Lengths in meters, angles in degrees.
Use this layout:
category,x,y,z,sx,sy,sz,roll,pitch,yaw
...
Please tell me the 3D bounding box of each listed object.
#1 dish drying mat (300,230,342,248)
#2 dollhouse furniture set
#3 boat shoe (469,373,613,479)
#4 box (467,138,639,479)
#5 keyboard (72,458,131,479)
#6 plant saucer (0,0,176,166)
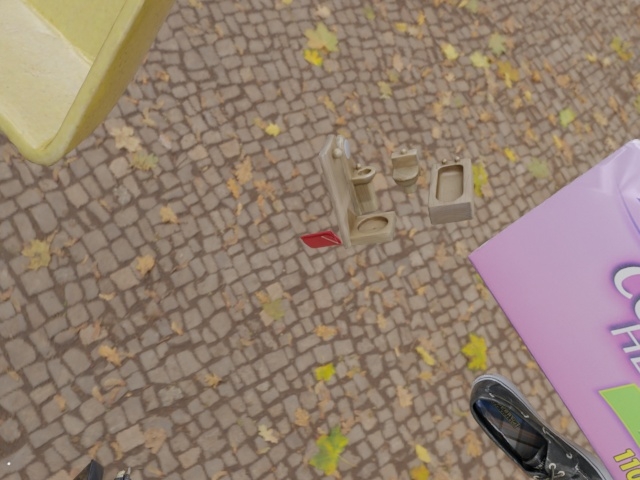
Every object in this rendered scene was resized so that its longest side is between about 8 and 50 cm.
category,x,y,z,sx,sy,sz,roll,pitch,yaw
dish drying mat,0.000,0.000,0.980,0.032,0.083,0.008,41,63,-24
dollhouse furniture set,0.097,-0.089,0.724,0.144,0.151,0.123,-70,148,-54
boat shoe,0.170,0.167,0.475,0.142,0.049,0.040,44,28,12
box,0.244,0.056,0.404,0.243,0.117,0.214,-8,63,-54
keyboard,-0.251,0.354,0.594,0.033,0.201,0.317,36,19,-26
plant saucer,-0.154,-0.267,0.358,0.332,0.333,0.081,43,20,18
